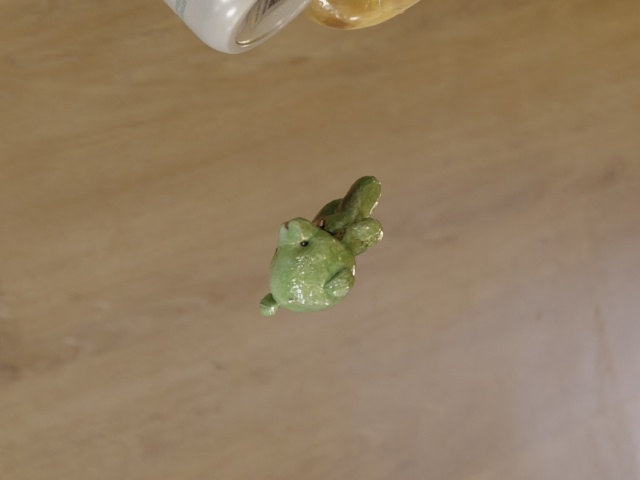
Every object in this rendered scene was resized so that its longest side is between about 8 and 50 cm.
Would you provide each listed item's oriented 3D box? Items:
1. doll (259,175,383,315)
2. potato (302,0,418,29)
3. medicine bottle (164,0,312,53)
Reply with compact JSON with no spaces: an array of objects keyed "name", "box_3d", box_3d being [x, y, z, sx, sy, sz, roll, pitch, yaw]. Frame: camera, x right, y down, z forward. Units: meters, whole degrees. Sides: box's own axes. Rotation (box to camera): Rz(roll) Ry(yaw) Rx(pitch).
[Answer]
[{"name":"doll","box_3d":[0.000,0.000,1.539,0.077,0.115,0.150,52,37,-17]},{"name":"potato","box_3d":[0.056,-0.311,1.795,0.161,0.128,0.235,26,90,-21]},{"name":"medicine bottle","box_3d":[-0.095,-0.252,1.333,0.215,0.135,0.135,47,49,9]}]
